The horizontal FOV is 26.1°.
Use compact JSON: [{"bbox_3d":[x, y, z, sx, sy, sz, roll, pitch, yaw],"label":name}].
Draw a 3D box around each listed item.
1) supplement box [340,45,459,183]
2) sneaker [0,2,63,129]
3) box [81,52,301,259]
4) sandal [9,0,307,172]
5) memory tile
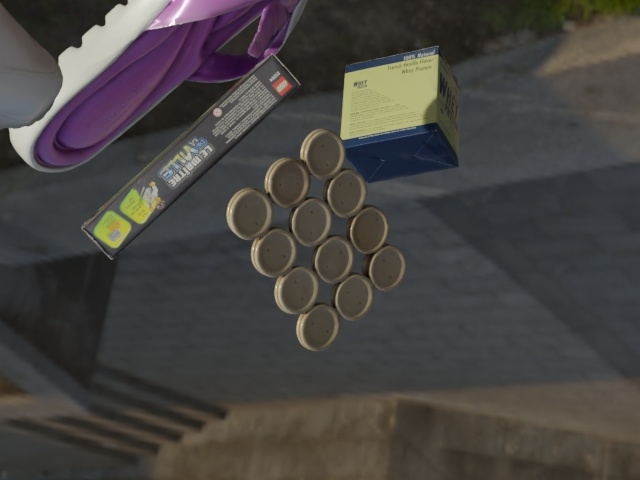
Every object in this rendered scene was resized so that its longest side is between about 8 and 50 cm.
[{"bbox_3d":[0.065,-0.101,1.114,0.083,0.083,0.056,-9,147,21],"label":"supplement box"},{"bbox_3d":[-0.241,-0.170,0.730,0.129,0.111,0.297,-42,124,9],"label":"sneaker"},{"bbox_3d":[-0.109,-0.068,1.139,0.036,0.207,0.114,48,173,-8],"label":"box"},{"bbox_3d":[-0.081,-0.183,1.171,0.416,0.102,0.169,-40,164,14],"label":"sandal"},{"bbox_3d":[0.000,0.000,1.025,0.012,0.113,0.148,16,142,55],"label":"memory tile"}]
